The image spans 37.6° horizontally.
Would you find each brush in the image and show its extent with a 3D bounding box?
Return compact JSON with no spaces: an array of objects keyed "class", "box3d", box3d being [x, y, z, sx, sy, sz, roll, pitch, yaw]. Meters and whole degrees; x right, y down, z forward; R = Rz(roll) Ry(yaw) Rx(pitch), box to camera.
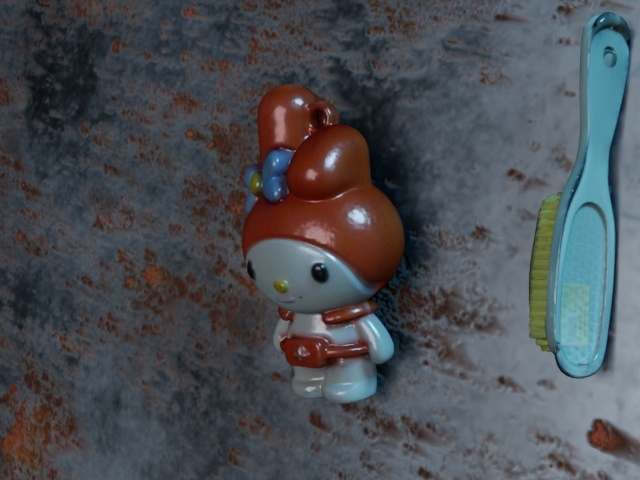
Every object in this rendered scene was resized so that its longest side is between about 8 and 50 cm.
[{"class":"brush","box3d":[0.206,-0.038,0.769,0.060,0.068,0.297,0,80,58]}]

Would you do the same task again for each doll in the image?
[{"class":"doll","box3d":[0.000,0.000,0.862,0.161,0.130,0.290,1,99,42]}]
